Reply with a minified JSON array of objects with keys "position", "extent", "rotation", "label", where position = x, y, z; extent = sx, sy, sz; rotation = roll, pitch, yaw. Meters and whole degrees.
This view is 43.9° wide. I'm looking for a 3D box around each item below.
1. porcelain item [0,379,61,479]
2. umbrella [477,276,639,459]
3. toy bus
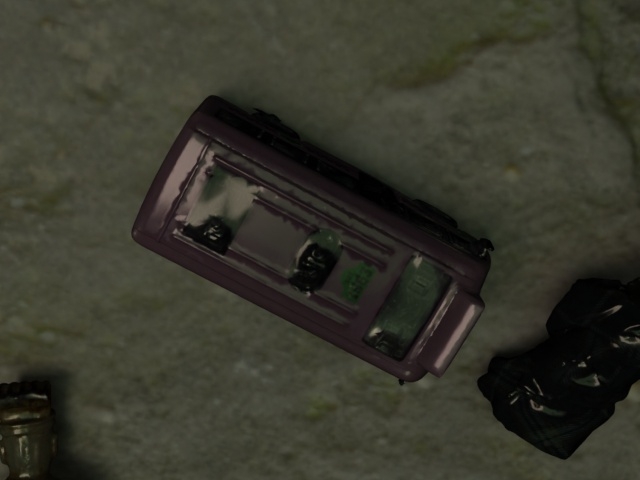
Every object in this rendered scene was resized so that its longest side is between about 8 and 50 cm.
[{"position":[-0.187,0.196,0.511],"extent":[0.084,0.054,0.213],"rotation":[-2,88,-15],"label":"porcelain item"},{"position":[0.192,0.042,0.463],"extent":[0.080,0.071,0.224],"rotation":[36,126,-12],"label":"umbrella"},{"position":[0.000,0.000,0.456],"extent":[0.199,0.108,0.096],"rotation":[28,101,-7],"label":"toy bus"}]
